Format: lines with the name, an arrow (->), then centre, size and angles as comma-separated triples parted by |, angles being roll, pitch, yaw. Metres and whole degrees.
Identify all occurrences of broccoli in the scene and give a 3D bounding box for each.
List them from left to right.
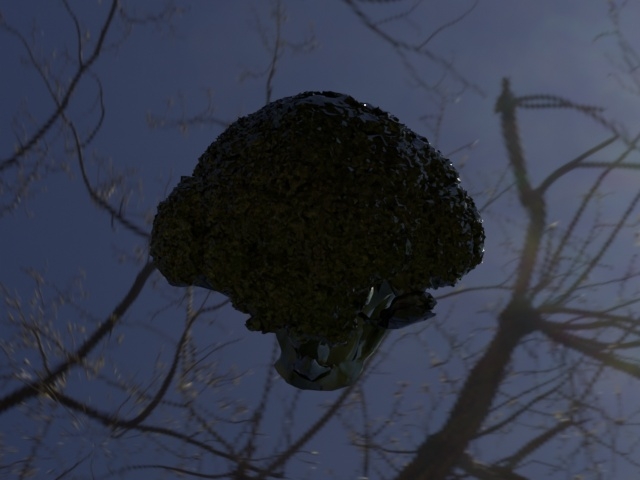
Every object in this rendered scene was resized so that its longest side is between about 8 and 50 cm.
broccoli -> 0.000, 0.000, 0.557 | 0.131, 0.130, 0.120 | 6, -64, 9
